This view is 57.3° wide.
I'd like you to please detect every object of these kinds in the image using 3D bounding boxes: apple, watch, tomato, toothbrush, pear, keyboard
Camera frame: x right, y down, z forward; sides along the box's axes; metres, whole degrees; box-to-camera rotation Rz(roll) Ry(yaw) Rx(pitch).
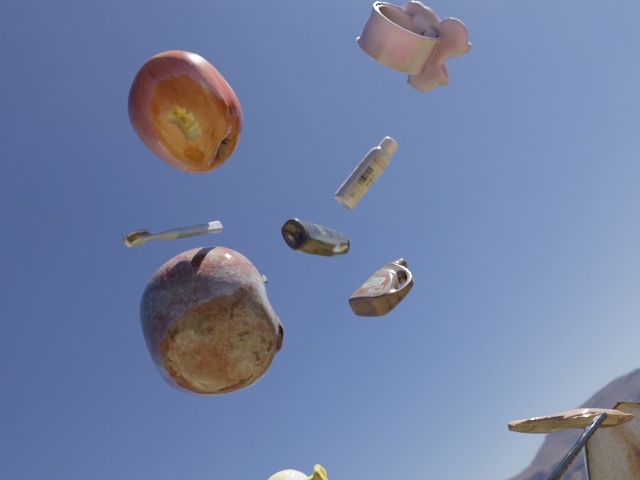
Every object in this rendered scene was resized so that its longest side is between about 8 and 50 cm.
[{"bbox_3d":[-0.282,-0.275,1.270,0.242,0.241,0.242,-44,0,0],"label":"apple"},{"bbox_3d":[0.223,-0.496,1.504,0.218,0.248,0.210,-29,-25,-48],"label":"watch"},{"bbox_3d":[-0.222,0.167,1.218,0.283,0.316,0.316,-18,-36,-20],"label":"tomato"},{"bbox_3d":[-0.258,-0.016,1.077,0.030,0.025,0.342,-27,-3,13],"label":"toothbrush"},{"bbox_3d":[0.871,0.646,1.566,0.341,0.386,0.191,-23,-37,-8],"label":"pear"},{"bbox_3d":[0.309,0.291,0.750,0.205,0.013,0.061,-27,-35,-37],"label":"keyboard"}]

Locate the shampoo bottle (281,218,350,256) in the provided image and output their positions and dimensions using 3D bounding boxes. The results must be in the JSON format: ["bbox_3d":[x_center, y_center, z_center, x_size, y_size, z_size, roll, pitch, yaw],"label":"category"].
[{"bbox_3d":[0.000,0.000,1.960,0.084,0.125,0.350,-44,-25,16],"label":"shampoo bottle"}]

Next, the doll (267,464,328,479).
[{"bbox_3d":[-0.101,0.578,1.267,0.297,0.141,0.117,-27,12,26],"label":"doll"}]

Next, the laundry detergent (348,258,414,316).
[{"bbox_3d":[0.209,0.132,1.726,0.171,0.076,0.237,-9,25,50],"label":"laundry detergent"}]

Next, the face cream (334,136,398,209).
[{"bbox_3d":[0.155,-0.224,1.917,0.269,0.082,0.082,-51,-31,-5],"label":"face cream"}]

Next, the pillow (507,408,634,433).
[{"bbox_3d":[0.456,0.336,1.084,0.136,0.034,0.211,7,-25,-25],"label":"pillow"}]
